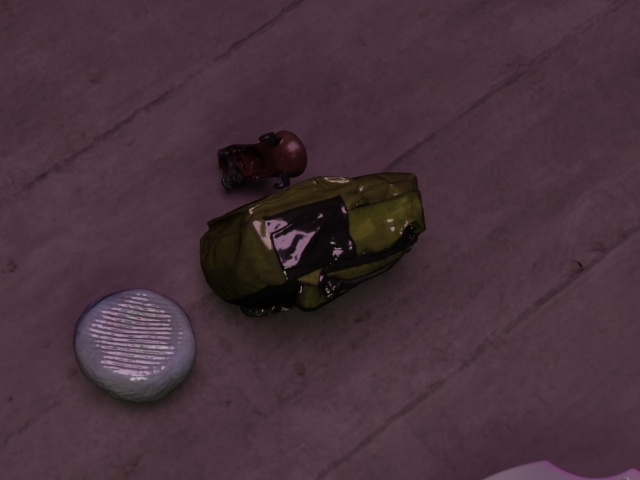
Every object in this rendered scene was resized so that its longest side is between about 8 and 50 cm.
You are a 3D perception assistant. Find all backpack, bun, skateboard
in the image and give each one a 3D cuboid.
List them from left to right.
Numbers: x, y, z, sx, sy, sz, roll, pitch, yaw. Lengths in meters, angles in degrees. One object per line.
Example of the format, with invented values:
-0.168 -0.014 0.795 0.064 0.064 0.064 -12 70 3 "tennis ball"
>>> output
-0.209 0.122 1.780 0.140 0.083 0.141 5 55 -7 "bun"
-0.066 -0.100 1.874 0.080 0.151 0.067 -24 102 -33 "skateboard"
0.000 0.000 1.792 0.253 0.207 0.140 -18 91 -24 "backpack"

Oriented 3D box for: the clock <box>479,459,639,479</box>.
0.259 0.398 1.677 0.338 0.102 0.338 2 65 -5 "clock"
